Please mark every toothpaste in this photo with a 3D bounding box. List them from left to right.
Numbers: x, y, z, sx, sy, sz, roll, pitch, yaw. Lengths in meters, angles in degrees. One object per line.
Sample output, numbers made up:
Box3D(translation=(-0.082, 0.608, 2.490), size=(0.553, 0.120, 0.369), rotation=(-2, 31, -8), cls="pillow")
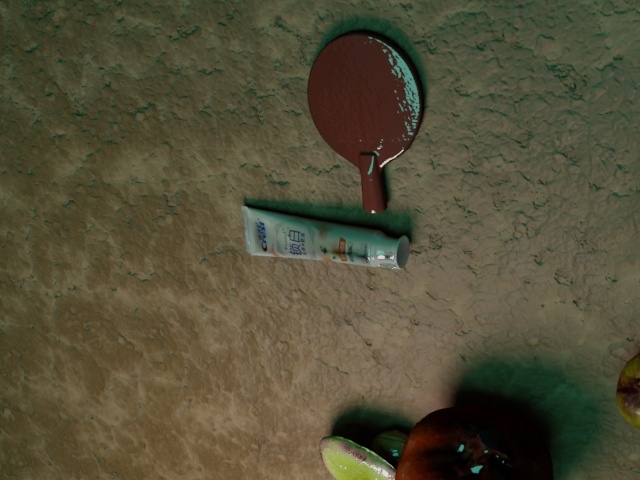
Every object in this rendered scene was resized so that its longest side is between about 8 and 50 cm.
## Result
Box3D(translation=(0.000, 0.000, 1.827), size=(0.323, 0.066, 0.100), rotation=(8, 118, 28), cls="toothpaste")

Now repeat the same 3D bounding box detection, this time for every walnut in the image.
Box3D(translation=(0.142, 0.402, 1.958), size=(0.092, 0.092, 0.092), rotation=(11, 120, 20), cls="walnut")

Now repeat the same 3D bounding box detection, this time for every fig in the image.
Box3D(translation=(0.546, 0.248, 1.655), size=(0.153, 0.120, 0.136), rotation=(102, 153, -54), cls="fig")

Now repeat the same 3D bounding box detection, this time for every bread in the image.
Box3D(translation=(0.087, 0.458, 1.982), size=(0.228, 0.033, 0.228), rotation=(31, 153, 18), cls="bread")

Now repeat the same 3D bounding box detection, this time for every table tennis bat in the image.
Box3D(translation=(0.076, -0.193, 1.700), size=(0.200, 0.038, 0.310), rotation=(4, 117, 24), cls="table tennis bat")

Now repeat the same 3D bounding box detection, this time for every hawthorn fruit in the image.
Box3D(translation=(0.257, 0.440, 1.798), size=(0.295, 0.295, 0.311), rotation=(31, 120, 8), cls="hawthorn fruit")
